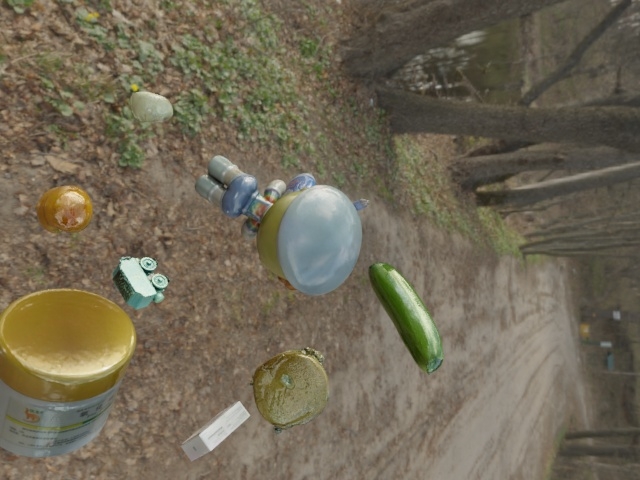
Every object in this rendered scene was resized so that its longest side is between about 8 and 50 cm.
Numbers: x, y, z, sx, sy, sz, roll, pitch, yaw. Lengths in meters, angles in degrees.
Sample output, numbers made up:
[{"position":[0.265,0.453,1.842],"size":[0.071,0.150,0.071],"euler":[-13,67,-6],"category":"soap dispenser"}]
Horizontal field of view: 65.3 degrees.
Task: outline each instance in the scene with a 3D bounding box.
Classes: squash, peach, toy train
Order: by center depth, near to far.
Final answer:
[{"position":[0.186,0.155,1.078],"size":[0.082,0.082,0.292],"euler":[54,6,-49],"category":"squash"},{"position":[-0.671,-0.082,1.317],"size":[0.138,0.138,0.138],"euler":[11,78,-64],"category":"peach"},{"position":[-0.686,0.157,1.900],"size":[0.203,0.112,0.163],"euler":[51,33,16],"category":"toy train"}]

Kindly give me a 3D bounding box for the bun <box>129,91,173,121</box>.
[{"position":[-0.663,-0.512,1.957],"size":[0.164,0.188,0.111],"euler":[7,92,-27],"category":"bun"}]

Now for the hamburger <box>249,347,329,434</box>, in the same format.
[{"position":[-0.068,0.373,1.286],"size":[0.189,0.215,0.122],"euler":[55,3,4],"category":"hamburger"}]

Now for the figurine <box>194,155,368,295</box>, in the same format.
[{"position":[-0.107,-0.034,1.022],"size":[0.205,0.382,0.224],"euler":[33,76,-73],"category":"figurine"}]

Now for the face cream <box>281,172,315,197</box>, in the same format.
[{"position":[-0.076,-0.137,1.580],"size":[0.083,0.149,0.264],"euler":[47,26,-17],"category":"face cream"}]

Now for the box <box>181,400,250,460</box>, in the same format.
[{"position":[-0.256,0.463,1.215],"size":[0.130,0.129,0.051],"euler":[-31,80,-45],"category":"box"}]

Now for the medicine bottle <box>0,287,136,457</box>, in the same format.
[{"position":[-0.503,0.251,0.964],"size":[0.232,0.238,0.238],"euler":[-63,166,26],"category":"medicine bottle"}]
